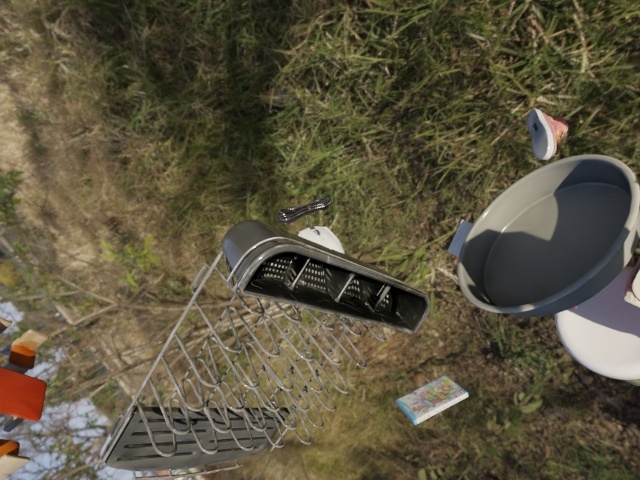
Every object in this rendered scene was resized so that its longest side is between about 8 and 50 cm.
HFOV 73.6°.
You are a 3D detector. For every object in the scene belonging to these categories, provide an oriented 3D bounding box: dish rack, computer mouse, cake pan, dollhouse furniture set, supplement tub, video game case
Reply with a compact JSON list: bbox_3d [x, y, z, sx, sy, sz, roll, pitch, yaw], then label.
[{"bbox_3d":[-0.049,0.119,0.372,0.208,0.272,0.074,22,-164,-42],"label":"dish rack"},{"bbox_3d":[0.000,0.000,0.736,0.042,0.105,0.193,102,149,-49],"label":"computer mouse"},{"bbox_3d":[0.346,-0.002,0.667,0.054,0.293,0.293,37,158,-17],"label":"cake pan"},{"bbox_3d":[-0.580,0.232,0.707,0.259,0.135,0.262,46,-167,-44],"label":"dollhouse furniture set"},{"bbox_3d":[0.710,0.205,0.969,0.324,0.236,0.235,22,177,-39],"label":"supplement tub"},{"bbox_3d":[0.301,0.431,1.170,0.119,0.166,0.015,-155,43,-75],"label":"video game case"}]

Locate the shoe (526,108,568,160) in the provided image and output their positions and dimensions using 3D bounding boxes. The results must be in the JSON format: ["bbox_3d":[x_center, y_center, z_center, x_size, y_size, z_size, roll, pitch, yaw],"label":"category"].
[{"bbox_3d":[0.566,-0.257,1.049,0.081,0.178,0.064,12,139,-3],"label":"shoe"}]

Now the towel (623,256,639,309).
[{"bbox_3d":[0.636,0.020,0.668,0.187,0.049,0.282,31,104,19],"label":"towel"}]

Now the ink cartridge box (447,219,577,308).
[{"bbox_3d":[0.390,0.044,0.850,0.134,0.078,0.231,21,-174,-42],"label":"ink cartridge box"}]
